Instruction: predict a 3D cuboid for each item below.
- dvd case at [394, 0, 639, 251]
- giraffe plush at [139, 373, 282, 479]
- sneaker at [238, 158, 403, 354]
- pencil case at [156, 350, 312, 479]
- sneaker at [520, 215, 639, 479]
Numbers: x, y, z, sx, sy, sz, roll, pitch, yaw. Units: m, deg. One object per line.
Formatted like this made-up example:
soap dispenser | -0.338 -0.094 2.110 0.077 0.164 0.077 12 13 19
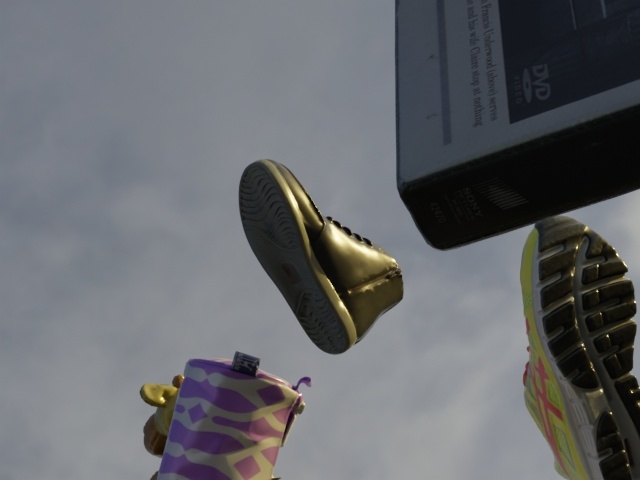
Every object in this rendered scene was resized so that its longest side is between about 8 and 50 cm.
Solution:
dvd case | 0.132 -0.098 0.397 0.239 0.179 0.029 -19 -51 18
giraffe plush | -0.159 0.254 1.878 0.210 0.170 0.181 -27 -26 13
sneaker | 0.000 0.000 1.654 0.118 0.083 0.222 -36 -74 -42
pencil case | -0.070 0.177 1.040 0.088 0.086 0.206 15 -94 -5
sneaker | 0.170 0.085 1.082 0.081 0.094 0.208 -17 -83 -28
